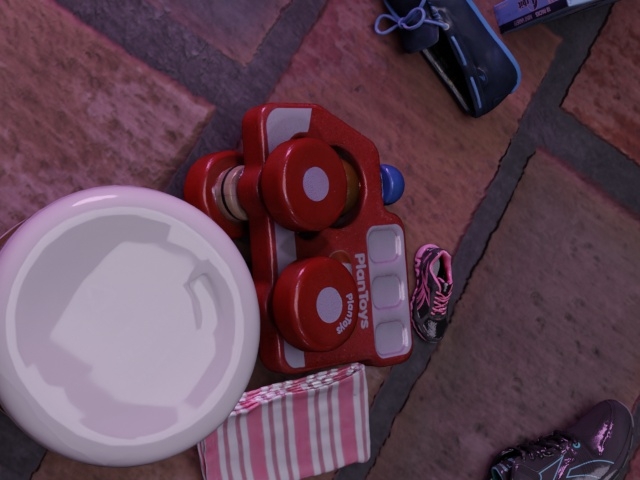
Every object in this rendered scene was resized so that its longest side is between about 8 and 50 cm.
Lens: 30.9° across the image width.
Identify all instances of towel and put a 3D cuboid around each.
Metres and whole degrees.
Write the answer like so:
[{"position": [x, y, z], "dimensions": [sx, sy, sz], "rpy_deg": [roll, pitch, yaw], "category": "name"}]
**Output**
[{"position": [-0.037, 0.218, 1.276], "dimensions": [0.197, 0.029, 0.144], "rpy_deg": [-14, 127, -12], "category": "towel"}]

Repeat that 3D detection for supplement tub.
[{"position": [-0.213, 0.079, 1.106], "dimensions": [0.241, 0.331, 0.241], "rpy_deg": [1, 86, -20], "category": "supplement tub"}]

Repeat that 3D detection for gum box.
[{"position": [0.332, -0.309, 1.425], "dimensions": [0.184, 0.157, 0.041], "rpy_deg": [-18, 94, -20], "category": "gum box"}]

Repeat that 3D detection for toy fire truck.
[{"position": [0.000, 0.000, 1.300], "dimensions": [0.254, 0.169, 0.302], "rpy_deg": [-4, 89, -45], "category": "toy fire truck"}]

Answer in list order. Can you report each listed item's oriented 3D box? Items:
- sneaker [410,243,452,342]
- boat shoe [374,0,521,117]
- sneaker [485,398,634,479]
[{"position": [0.138, 0.064, 1.386], "dimensions": [0.047, 0.057, 0.119], "rpy_deg": [0, 88, -22], "category": "sneaker"}, {"position": [0.136, -0.254, 1.378], "dimensions": [0.258, 0.109, 0.089], "rpy_deg": [44, 77, -11], "category": "boat shoe"}, {"position": [0.276, 0.282, 1.403], "dimensions": [0.267, 0.101, 0.106], "rpy_deg": [-45, 100, -17], "category": "sneaker"}]
